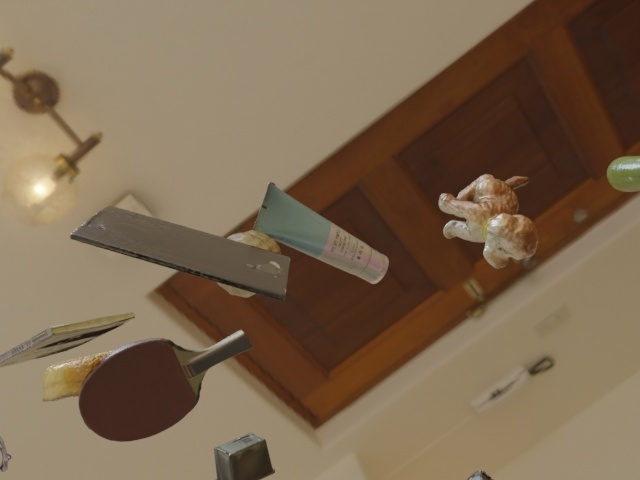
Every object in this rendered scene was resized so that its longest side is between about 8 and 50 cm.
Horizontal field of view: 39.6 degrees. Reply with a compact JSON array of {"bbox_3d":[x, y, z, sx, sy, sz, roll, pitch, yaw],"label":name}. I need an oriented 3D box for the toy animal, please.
[{"bbox_3d":[0.319,-0.043,1.478,0.185,0.184,0.104,38,153,61],"label":"toy animal"}]

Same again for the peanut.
[{"bbox_3d":[-0.136,0.042,1.666,0.123,0.123,0.256,53,-177,0],"label":"peanut"}]

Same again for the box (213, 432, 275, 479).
[{"bbox_3d":[-0.125,0.354,1.425,0.060,0.085,0.063,10,113,53],"label":"box"}]

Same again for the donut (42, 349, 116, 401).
[{"bbox_3d":[-0.404,0.239,1.591,0.174,0.190,0.074,164,99,-67],"label":"donut"}]

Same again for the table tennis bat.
[{"bbox_3d":[-0.187,0.167,1.084,0.019,0.220,0.130,47,161,59],"label":"table tennis bat"}]

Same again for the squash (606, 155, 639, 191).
[{"bbox_3d":[0.562,-0.116,1.558,0.066,0.066,0.201,52,178,-8],"label":"squash"}]

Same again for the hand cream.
[{"bbox_3d":[0.000,0.000,1.833,0.312,0.111,0.070,29,158,-25],"label":"hand cream"}]

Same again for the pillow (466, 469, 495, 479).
[{"bbox_3d":[0.225,0.470,1.110,0.101,0.228,0.326,6,142,47],"label":"pillow"}]

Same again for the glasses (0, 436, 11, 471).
[{"bbox_3d":[-0.602,0.372,1.642,0.062,0.104,0.140,-46,-67,-47],"label":"glasses"}]

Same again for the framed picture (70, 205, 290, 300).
[{"bbox_3d":[-0.206,0.013,1.399,0.324,0.013,0.244,17,-167,-4],"label":"framed picture"}]

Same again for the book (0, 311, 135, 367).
[{"bbox_3d":[-0.340,0.131,1.155,0.127,0.182,0.014,-8,-103,-49],"label":"book"}]
